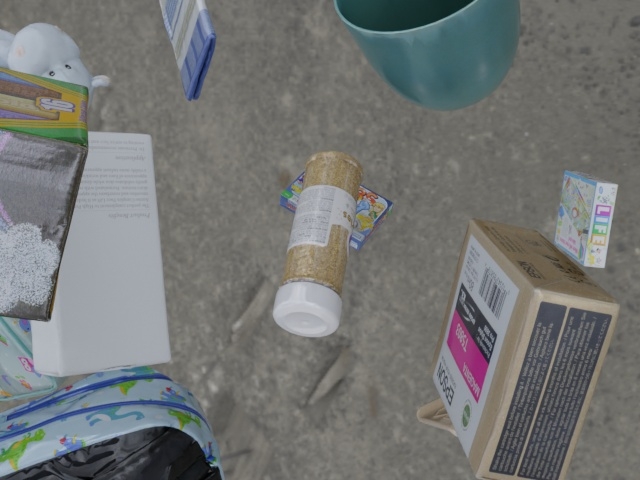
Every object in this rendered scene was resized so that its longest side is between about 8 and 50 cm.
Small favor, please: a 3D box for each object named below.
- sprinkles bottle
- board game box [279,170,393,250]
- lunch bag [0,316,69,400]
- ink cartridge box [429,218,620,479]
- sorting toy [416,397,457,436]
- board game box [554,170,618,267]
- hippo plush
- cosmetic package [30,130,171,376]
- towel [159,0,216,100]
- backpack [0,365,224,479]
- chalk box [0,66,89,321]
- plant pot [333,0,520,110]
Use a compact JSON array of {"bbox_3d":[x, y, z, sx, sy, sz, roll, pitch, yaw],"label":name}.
[{"bbox_3d":[0.000,0.000,1.615,0.121,0.121,0.355,-41,31,50],"label":"sprinkles bottle"},{"bbox_3d":[0.034,-0.077,1.821,0.201,0.136,0.035,30,143,16],"label":"board game box"},{"bbox_3d":[-0.490,0.147,1.352,0.279,0.108,0.224,-16,117,48],"label":"lunch bag"},{"bbox_3d":[0.191,0.103,0.864,0.235,0.088,0.193,-106,29,-73],"label":"ink cartridge box"},{"bbox_3d":[0.292,0.303,1.573,0.208,0.193,0.038,171,77,-77],"label":"sorting toy"},{"bbox_3d":[0.339,-0.031,1.111,0.154,0.026,0.104,-82,-2,-79],"label":"board game box"},{"bbox_3d":[-0.518,-0.264,1.564,0.236,0.234,0.294,1,116,65],"label":"hippo plush"},{"bbox_3d":[-0.223,0.012,0.848,0.085,0.117,0.231,-9,84,54],"label":"cosmetic package"},{"bbox_3d":[-0.246,-0.426,1.586,0.209,0.034,0.285,125,132,-58],"label":"towel"},{"bbox_3d":[-0.301,0.313,1.101,0.273,0.355,0.290,-104,-7,-65],"label":"backpack"},{"bbox_3d":[-0.270,-0.047,0.563,0.132,0.213,0.132,-116,41,-61],"label":"chalk box"},{"bbox_3d":[0.199,-0.359,1.437,0.293,0.293,0.235,40,168,43],"label":"plant pot"}]
